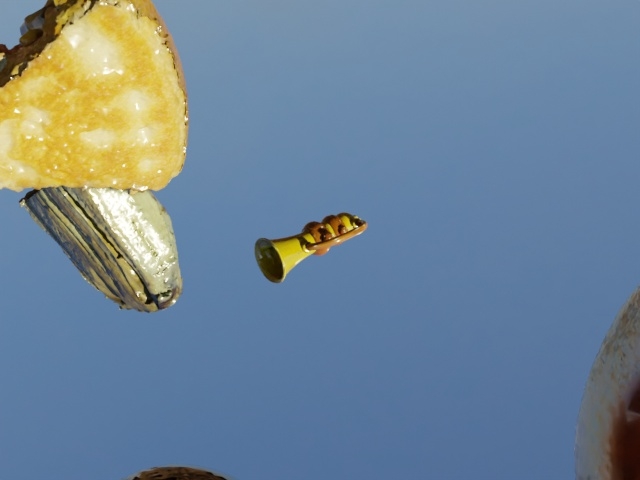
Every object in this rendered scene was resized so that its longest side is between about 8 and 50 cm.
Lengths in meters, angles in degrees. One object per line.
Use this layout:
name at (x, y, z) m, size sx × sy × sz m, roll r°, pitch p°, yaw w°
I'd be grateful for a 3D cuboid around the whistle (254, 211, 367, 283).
whistle at (-0.004, -0.004, 1.661) m, size 0.109 × 0.046 × 0.057 m, roll -26°, pitch 165°, yaw -26°

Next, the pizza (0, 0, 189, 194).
pizza at (-0.182, -0.082, 1.109) m, size 0.199 × 0.188 × 0.062 m, roll -21°, pitch -132°, yaw -11°

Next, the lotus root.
lotus root at (-0.159, -0.013, 1.406) m, size 0.070 × 0.144 × 0.143 m, roll -43°, pitch -164°, yaw -25°

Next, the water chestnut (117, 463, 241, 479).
water chestnut at (-0.110, 0.277, 1.308) m, size 0.238 × 0.223 × 0.223 m, roll 6°, pitch -164°, yaw -17°

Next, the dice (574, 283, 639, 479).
dice at (0.267, 0.123, 1.008) m, size 0.192 × 0.194 × 0.193 m, roll 10°, pitch -152°, yaw -19°
